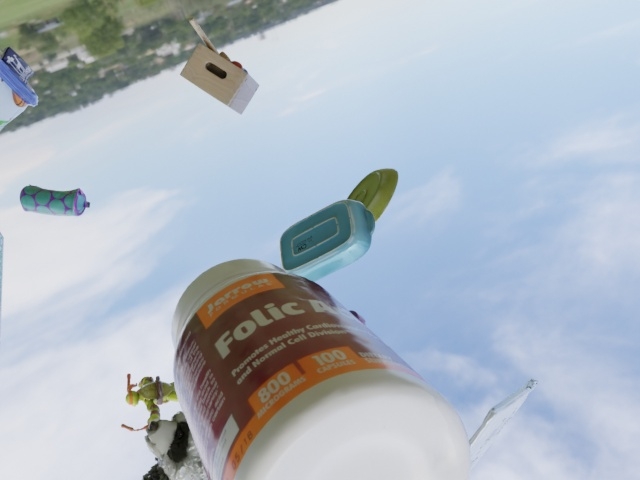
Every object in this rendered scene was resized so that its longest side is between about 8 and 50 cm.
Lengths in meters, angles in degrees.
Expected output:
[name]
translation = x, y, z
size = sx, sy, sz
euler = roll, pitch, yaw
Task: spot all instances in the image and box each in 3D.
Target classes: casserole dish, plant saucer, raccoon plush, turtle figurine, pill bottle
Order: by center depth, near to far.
[pill bottle]
translation = -0.036, 0.164, 0.698
size = 0.224, 0.224, 0.392
euler = -27, -155, -14
[casserole dish]
translation = 0.000, 0.000, 1.030
size = 0.188, 0.037, 0.114
euler = -28, -129, 26
[raccoon plush]
translation = -0.214, 0.514, 1.249
size = 0.216, 0.446, 0.299
euler = 22, -119, 45
[turtle figurine]
translation = -0.411, 0.390, 1.660
size = 0.217, 0.087, 0.269
euler = -4, -163, -20
[plant saucer]
translation = 0.112, -0.099, 1.679
size = 0.241, 0.037, 0.241
euler = -48, -161, 22

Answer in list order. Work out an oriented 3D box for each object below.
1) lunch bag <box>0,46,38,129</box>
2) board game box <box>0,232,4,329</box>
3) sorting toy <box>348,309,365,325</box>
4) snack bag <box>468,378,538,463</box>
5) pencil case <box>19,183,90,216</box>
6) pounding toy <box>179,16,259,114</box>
[lunch bag]
translation = -0.481, -0.262, 0.764
size = 0.115, 0.243, 0.303
euler = -44, -124, -12
[board game box]
translation = -0.639, 0.128, 1.061
size = 0.193, 0.053, 0.305
euler = -6, -115, -10
[sorting toy]
translation = 0.031, 0.334, 1.578
size = 0.127, 0.126, 0.365
euler = -10, -121, 38
[snack bag]
translation = 0.361, 0.477, 1.499
size = 0.037, 0.342, 0.323
euler = 40, -157, 27
[pencil case]
translation = -0.628, -0.095, 1.509
size = 0.152, 0.064, 0.070
euler = 5, -108, 11
[pounding toy]
translation = -0.195, -0.326, 1.210
size = 0.100, 0.141, 0.130
euler = -57, 177, 5
